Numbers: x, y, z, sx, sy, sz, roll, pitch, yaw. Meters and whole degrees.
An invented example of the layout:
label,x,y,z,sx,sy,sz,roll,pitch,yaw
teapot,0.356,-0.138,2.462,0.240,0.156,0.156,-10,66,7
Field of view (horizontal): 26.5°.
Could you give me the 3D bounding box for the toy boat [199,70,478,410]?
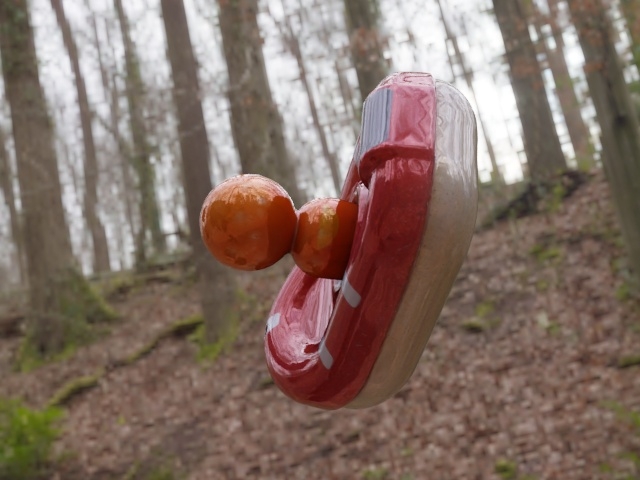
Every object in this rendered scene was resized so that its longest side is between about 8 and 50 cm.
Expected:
label,x,y,z,sx,sy,sz,roll,pitch,yaw
toy boat,0.000,0.000,0.836,0.151,0.151,0.231,12,-45,-6
